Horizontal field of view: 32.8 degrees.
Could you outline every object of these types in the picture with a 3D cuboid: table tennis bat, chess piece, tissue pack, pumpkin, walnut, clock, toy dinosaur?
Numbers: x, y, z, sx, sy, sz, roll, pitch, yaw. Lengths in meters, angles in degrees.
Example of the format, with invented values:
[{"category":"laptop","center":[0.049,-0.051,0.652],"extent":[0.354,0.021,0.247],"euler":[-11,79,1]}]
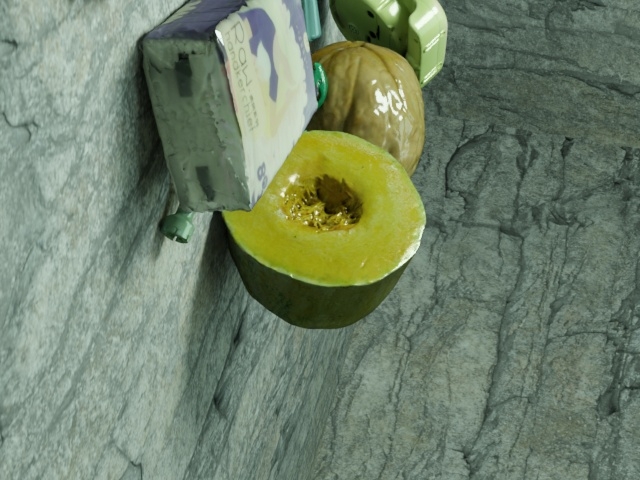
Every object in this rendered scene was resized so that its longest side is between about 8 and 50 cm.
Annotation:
[{"category":"table tennis bat","center":[-0.028,-0.466,1.873],"extent":[0.153,0.040,0.244],"euler":[-43,131,-60]},{"category":"chess piece","center":[-0.178,-0.049,1.482],"extent":[0.067,0.067,0.103],"euler":[74,36,-69]},{"category":"tissue pack","center":[-0.107,-0.212,1.431],"extent":[0.344,0.125,0.243],"euler":[-65,149,-58]},{"category":"pumpkin","center":[0.000,0.000,1.804],"extent":[0.199,0.332,0.332],"euler":[97,9,-48]},{"category":"walnut","center":[0.066,-0.222,2.087],"extent":[0.252,0.277,0.313],"euler":[-33,130,-63]},{"category":"clock","center":[0.112,-0.448,2.157],"extent":[0.096,0.308,0.235],"euler":[-44,160,-15]},{"category":"toy dinosaur","center":[-0.037,-0.258,1.972],"extent":[0.059,0.096,0.132],"euler":[-40,137,-74]}]
